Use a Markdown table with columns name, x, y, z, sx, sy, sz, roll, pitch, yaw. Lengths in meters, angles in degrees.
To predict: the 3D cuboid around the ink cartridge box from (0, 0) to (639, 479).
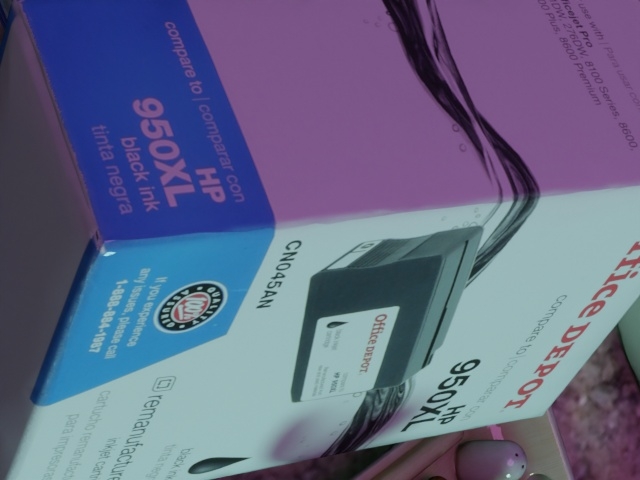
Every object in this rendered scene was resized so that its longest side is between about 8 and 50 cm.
| name | x | y | z | sx | sy | sz | roll | pitch | yaw |
| --- | --- | --- | --- | --- | --- | --- | --- | --- | --- |
| ink cartridge box | 0.000 | 0.000 | 0.962 | 0.395 | 0.285 | 0.166 | -7 | 57 | -28 |

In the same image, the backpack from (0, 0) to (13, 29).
| name | x | y | z | sx | sy | sz | roll | pitch | yaw |
| --- | --- | --- | --- | --- | --- | --- | --- | --- | --- |
| backpack | -0.101 | -0.208 | 1.003 | 0.276 | 0.213 | 0.263 | -10 | 86 | -15 |

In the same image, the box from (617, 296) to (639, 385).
| name | x | y | z | sx | sy | sz | roll | pitch | yaw |
| --- | --- | --- | --- | --- | --- | --- | --- | --- | --- |
| box | 0.386 | 0.028 | 1.245 | 0.311 | 0.121 | 0.148 | -26 | 99 | -22 |

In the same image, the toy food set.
| name | x | y | z | sx | sy | sz | roll | pitch | yaw |
| --- | --- | --- | --- | --- | --- | --- | --- | --- | --- |
| toy food set | 0.105 | 0.241 | 1.076 | 0.306 | 0.092 | 0.219 | -26 | 99 | -53 |
